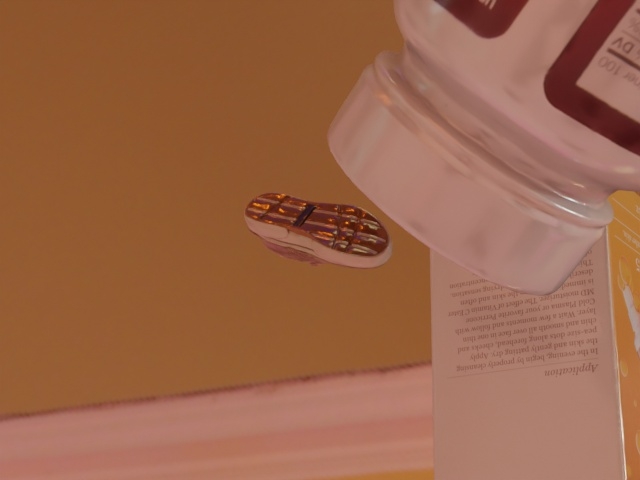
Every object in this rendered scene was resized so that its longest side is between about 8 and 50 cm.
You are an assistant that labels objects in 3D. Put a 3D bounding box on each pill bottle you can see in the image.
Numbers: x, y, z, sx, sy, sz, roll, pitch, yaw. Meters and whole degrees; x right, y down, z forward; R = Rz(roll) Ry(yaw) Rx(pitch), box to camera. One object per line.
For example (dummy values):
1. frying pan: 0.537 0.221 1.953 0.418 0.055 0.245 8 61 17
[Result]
1. pill bottle: 0.186 -0.172 0.729 0.224 0.224 0.392 34 -70 -3

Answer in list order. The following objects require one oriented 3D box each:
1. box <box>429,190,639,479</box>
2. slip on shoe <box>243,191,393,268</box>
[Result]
1. box: 0.218 0.140 1.021 0.168 0.345 0.215 -12 -23 33
2. slip on shoe: 0.000 0.000 0.903 0.135 0.051 0.041 14 -42 34
